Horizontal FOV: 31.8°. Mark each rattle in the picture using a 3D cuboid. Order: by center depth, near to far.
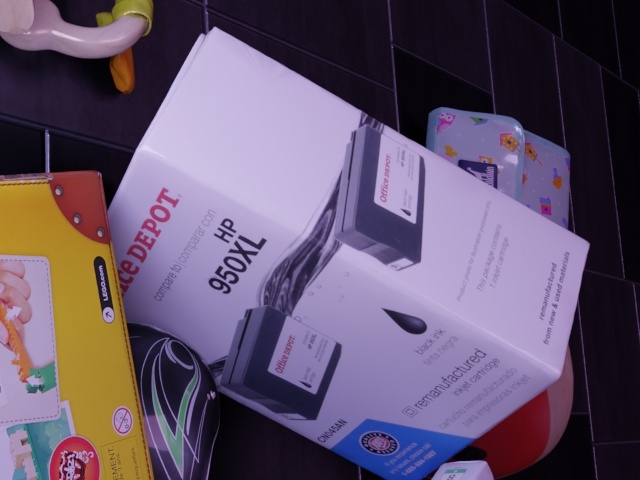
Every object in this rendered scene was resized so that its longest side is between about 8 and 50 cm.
[{"bbox_3d":[-0.270,-0.197,1.087,0.200,0.143,0.130,-23,83,-31],"label":"rattle"}]

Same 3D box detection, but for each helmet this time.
[{"bbox_3d":[-0.175,0.173,1.002,0.169,0.169,0.161,52,32,-34],"label":"helmet"}]

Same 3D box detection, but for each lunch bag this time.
[{"bbox_3d":[0.253,-0.063,1.700,0.262,0.160,0.223,23,65,-38],"label":"lunch bag"}]

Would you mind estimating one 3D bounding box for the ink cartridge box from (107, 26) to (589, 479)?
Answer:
[{"bbox_3d":[-0.005,0.033,1.036,0.395,0.285,0.166,29,50,-8],"label":"ink cartridge box"}]

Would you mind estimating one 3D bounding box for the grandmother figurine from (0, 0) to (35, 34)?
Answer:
[{"bbox_3d":[-0.265,-0.336,1.054,0.208,0.104,0.342,37,41,-15],"label":"grandmother figurine"}]

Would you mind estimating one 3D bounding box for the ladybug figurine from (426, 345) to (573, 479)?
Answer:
[{"bbox_3d":[0.149,0.144,1.356,0.162,0.305,0.449,-39,141,-28],"label":"ladybug figurine"}]

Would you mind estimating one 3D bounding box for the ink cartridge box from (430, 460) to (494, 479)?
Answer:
[{"bbox_3d":[0.111,0.321,0.947,0.225,0.056,0.181,-41,113,-54],"label":"ink cartridge box"}]

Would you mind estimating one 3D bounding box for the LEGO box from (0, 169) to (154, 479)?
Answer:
[{"bbox_3d":[-0.303,0.212,0.770,0.372,0.193,0.500,-7,87,-56],"label":"LEGO box"}]
